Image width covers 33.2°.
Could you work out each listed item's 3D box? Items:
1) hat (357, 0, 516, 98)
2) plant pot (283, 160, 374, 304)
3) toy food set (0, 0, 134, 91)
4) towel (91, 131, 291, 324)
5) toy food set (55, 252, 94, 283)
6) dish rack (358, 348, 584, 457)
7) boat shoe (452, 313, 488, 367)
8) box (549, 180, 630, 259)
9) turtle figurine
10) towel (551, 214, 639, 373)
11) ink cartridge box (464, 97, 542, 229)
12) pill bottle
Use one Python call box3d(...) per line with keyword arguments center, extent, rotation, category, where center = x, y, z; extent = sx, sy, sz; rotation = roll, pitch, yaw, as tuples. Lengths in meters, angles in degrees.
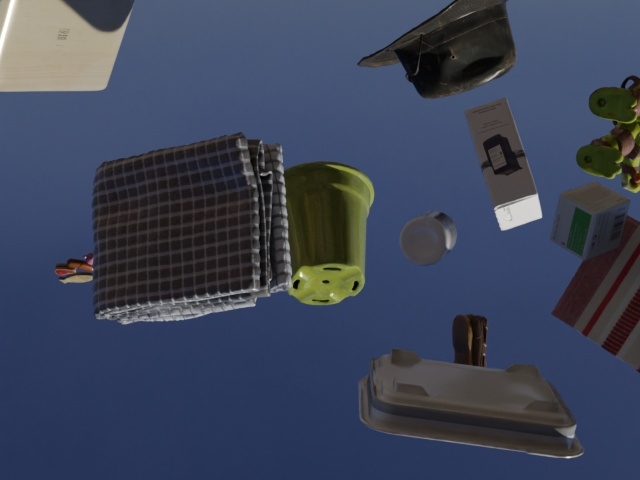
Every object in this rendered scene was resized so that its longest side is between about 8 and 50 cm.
box3d(center=(0.234, -0.312, 1.785), extent=(0.331, 0.133, 0.331), rotation=(-24, 179, 0), category="hat")
box3d(center=(0.000, 0.000, 2.490), extent=(0.276, 0.276, 0.253), rotation=(-2, -124, -4), category="plant pot")
box3d(center=(-0.443, -0.360, 1.753), extent=(0.092, 0.219, 0.306), rotation=(42, -148, 28), category="toy food set")
box3d(center=(-0.188, -0.015, 1.497), extent=(0.284, 0.234, 0.121), rotation=(-11, 161, 23), category="towel")
box3d(center=(-0.365, 0.041, 1.693), extent=(0.122, 0.078, 0.019), rotation=(-5, -116, 13), category="toy food set")
box3d(center=(0.228, 0.240, 1.666), extent=(0.333, 0.072, 0.285), rotation=(7, -170, 0), category="dish rack")
box3d(center=(0.310, 0.253, 2.191), extent=(0.073, 0.206, 0.073), rotation=(6, 179, -33), category="boat shoe")
box3d(center=(0.483, -0.037, 1.928), extent=(0.102, 0.101, 0.087), rotation=(-18, -142, -33), category="box")
box3d(center=(0.392, -0.165, 1.286), extent=(0.087, 0.269, 0.217), rotation=(40, -141, 25), category="turtle figurine")
box3d(center=(0.603, 0.116, 1.938), extent=(0.037, 0.237, 0.329), rotation=(22, -168, -48), category="towel")
box3d(center=(0.399, -0.162, 2.336), extent=(0.100, 0.237, 0.172), rotation=(-17, 161, 10), category="ink cartridge box")
box3d(center=(0.174, -0.006, 1.698), extent=(0.078, 0.078, 0.137), rotation=(5, -172, 14), category="pill bottle")
